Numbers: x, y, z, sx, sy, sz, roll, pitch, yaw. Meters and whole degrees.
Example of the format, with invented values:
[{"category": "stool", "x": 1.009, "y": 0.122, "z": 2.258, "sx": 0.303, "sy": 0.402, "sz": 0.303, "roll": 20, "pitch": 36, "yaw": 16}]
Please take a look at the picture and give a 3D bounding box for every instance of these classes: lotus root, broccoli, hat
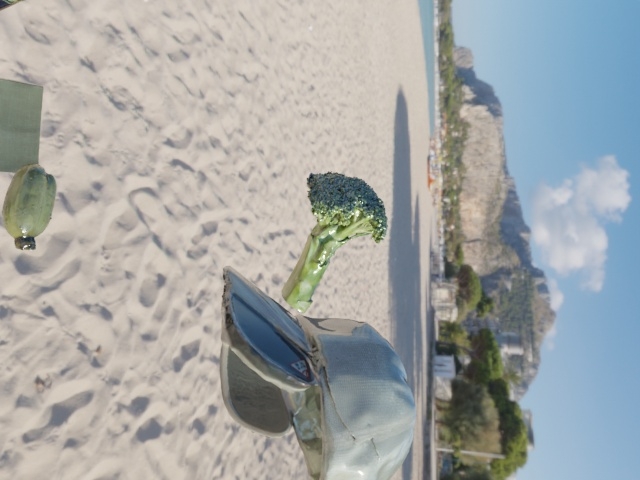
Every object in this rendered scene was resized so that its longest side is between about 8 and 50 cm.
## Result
[{"category": "lotus root", "x": -0.596, "y": -0.068, "z": 0.923, "sx": 0.090, "sy": 0.077, "sz": 0.182, "roll": 71, "pitch": 20, "yaw": -74}, {"category": "broccoli", "x": 0.010, "y": 0.006, "z": 1.116, "sx": 0.252, "sy": 0.221, "sz": 0.361, "roll": 4, "pitch": -108, "yaw": 68}, {"category": "hat", "x": -0.018, "y": 0.139, "z": 0.493, "sx": 0.161, "sy": 0.275, "sz": 0.232, "roll": -35, "pitch": 158, "yaw": -34}]

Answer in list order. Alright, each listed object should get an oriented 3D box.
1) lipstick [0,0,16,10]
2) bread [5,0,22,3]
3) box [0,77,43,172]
[{"category": "lipstick", "x": -0.815, "y": -0.598, "z": 1.126, "sx": 0.356, "sy": 0.057, "sz": 0.057, "roll": -56, "pitch": 147, "yaw": -34}, {"category": "bread", "x": -0.523, "y": -0.507, "z": 0.810, "sx": 0.232, "sy": 0.088, "sz": 0.128, "roll": -57, "pitch": 164, "yaw": -51}, {"category": "box", "x": -0.828, "y": -0.300, "z": 1.165, "sx": 0.155, "sy": 0.149, "sz": 0.231, "roll": -5, "pitch": 111, "yaw": -50}]
